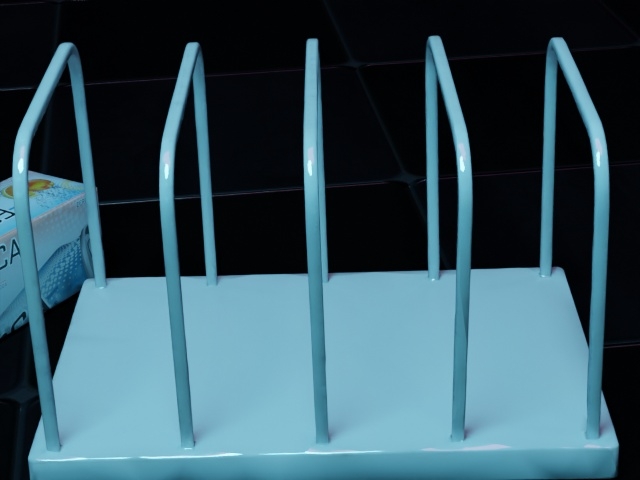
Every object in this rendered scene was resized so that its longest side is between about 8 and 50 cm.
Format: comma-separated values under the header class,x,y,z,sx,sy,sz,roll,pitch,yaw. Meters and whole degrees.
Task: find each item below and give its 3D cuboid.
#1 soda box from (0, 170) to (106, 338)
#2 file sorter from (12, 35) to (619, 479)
class,x,y,z,sx,sy,sz,roll,pitch,yaw
soda box,-0.202,0.023,0.872,0.058,0.063,0.183,15,30,31
file sorter,0.000,0.000,0.780,0.277,0.173,0.193,-1,26,1
